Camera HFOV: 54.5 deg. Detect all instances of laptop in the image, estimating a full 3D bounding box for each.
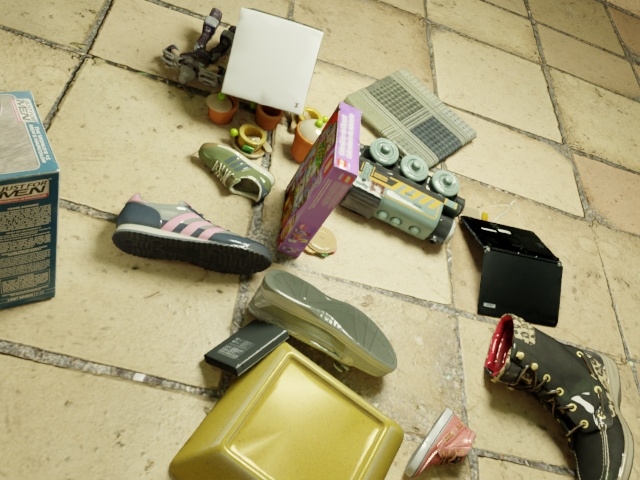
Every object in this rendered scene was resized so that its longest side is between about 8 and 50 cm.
[{"bbox_3d":[0.479,0.072,1.591,0.234,0.137,0.264,12,27,-18],"label":"laptop"}]

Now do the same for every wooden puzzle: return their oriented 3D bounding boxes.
[{"bbox_3d":[0.401,-0.063,1.675,0.116,0.014,0.079,18,44,-12],"label":"wooden puzzle"}]

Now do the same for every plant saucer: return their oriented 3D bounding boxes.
[{"bbox_3d":[-0.031,0.354,1.091,0.332,0.081,0.333,35,47,5],"label":"plant saucer"}]

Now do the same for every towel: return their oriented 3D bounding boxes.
[{"bbox_3d":[0.263,-0.356,1.829,0.324,0.056,0.312,47,52,12],"label":"towel"}]

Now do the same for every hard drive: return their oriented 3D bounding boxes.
[{"bbox_3d":[-0.138,0.198,1.168,0.094,0.022,0.135,11,32,41],"label":"hard drive"}]

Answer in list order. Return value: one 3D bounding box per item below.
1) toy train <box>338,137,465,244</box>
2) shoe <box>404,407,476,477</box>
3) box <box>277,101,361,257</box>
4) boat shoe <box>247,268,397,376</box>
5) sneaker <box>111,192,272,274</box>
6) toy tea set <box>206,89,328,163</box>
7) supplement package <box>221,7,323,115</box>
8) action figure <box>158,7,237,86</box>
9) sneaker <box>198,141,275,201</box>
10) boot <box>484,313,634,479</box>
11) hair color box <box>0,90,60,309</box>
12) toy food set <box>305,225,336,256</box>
[{"bbox_3d":[0.200,-0.114,1.548,0.333,0.142,0.190,26,59,-6],"label":"toy train"},{"bbox_3d":[0.233,0.402,1.185,0.081,0.064,0.178,38,43,14],"label":"shoe"},{"bbox_3d":[-0.005,-0.126,1.341,0.057,0.293,0.201,20,47,-17],"label":"box"},{"bbox_3d":[0.008,0.180,1.249,0.320,0.103,0.118,31,28,-7],"label":"boat shoe"},{"bbox_3d":[-0.249,-0.021,1.268,0.318,0.112,0.131,14,52,-16],"label":"sneaker"},{"bbox_3d":[-0.116,-0.302,1.546,0.335,0.124,0.200,4,52,-22],"label":"toy tea set"},{"bbox_3d":[-0.112,-0.450,1.540,0.199,0.198,0.263,15,19,-6],"label":"supplement package"},{"bbox_3d":[-0.304,-0.483,1.629,0.185,0.099,0.285,31,50,-9],"label":"action figure"},{"bbox_3d":[-0.200,-0.153,1.426,0.192,0.064,0.086,27,42,-7],"label":"sneaker"},{"bbox_3d":[0.494,0.336,1.311,0.284,0.138,0.377,28,43,-3],"label":"boot"},{"bbox_3d":[-0.502,-0.054,1.013,0.105,0.347,0.174,-13,60,-33],"label":"hair color box"},{"bbox_3d":[0.000,0.000,1.429,0.082,0.020,0.083,15,49,-14],"label":"toy food set"}]
